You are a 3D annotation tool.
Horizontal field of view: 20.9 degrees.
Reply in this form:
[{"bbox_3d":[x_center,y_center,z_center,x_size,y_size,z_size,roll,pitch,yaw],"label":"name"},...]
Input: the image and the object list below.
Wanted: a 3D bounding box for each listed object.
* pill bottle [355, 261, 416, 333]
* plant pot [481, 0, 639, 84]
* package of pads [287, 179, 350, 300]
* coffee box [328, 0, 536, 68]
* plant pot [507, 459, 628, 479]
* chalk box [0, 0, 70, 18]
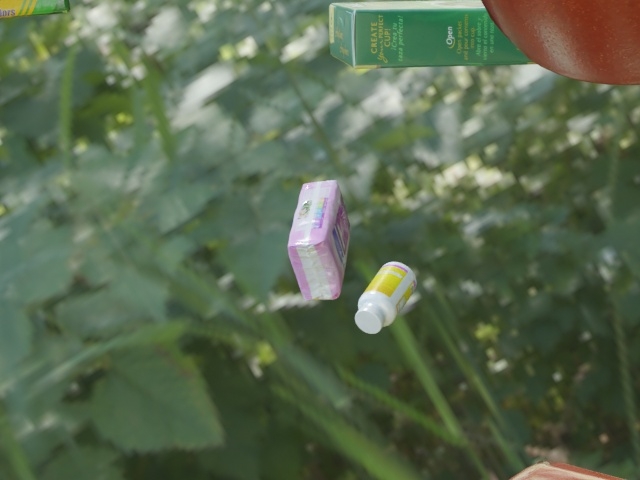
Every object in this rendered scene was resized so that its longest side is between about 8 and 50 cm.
[{"bbox_3d":[0.067,0.062,1.825,0.043,0.043,0.083,-21,21,40],"label":"pill bottle"},{"bbox_3d":[0.148,-0.233,0.898,0.272,0.265,0.272,-11,57,17],"label":"plant pot"},{"bbox_3d":[0.000,0.000,1.220,0.032,0.050,0.083,-7,33,12],"label":"package of pads"},{"bbox_3d":[0.102,-0.140,1.163,0.184,0.040,0.113,-2,11,-9],"label":"coffee box"},{"bbox_3d":[0.181,0.312,1.132,0.267,0.267,0.235,10,6,35],"label":"plant pot"},{"bbox_3d":[-0.260,-0.254,1.155,0.132,0.213,0.132,-11,13,-31],"label":"chalk box"}]
